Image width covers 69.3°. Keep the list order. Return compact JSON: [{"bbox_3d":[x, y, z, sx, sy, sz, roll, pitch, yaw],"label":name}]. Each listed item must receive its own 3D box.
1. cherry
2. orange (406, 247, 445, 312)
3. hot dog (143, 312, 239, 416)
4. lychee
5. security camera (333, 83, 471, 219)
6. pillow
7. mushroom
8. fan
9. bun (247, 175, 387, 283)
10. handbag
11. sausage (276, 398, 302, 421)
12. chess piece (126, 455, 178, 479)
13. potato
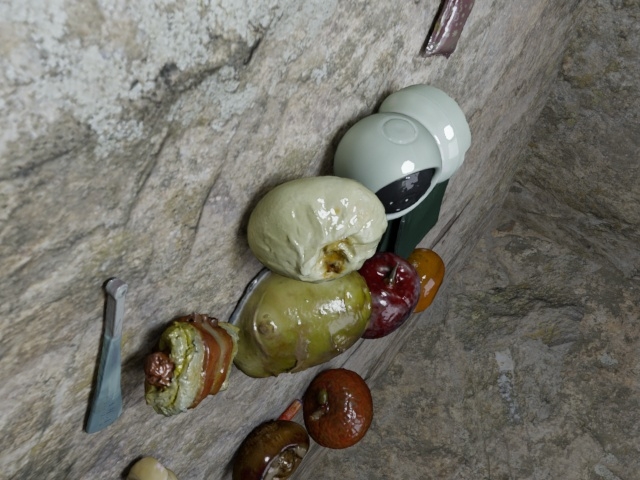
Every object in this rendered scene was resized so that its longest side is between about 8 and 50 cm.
[{"bbox_3d":[0.143,0.151,1.218,0.230,0.203,0.300,-51,166,-32],"label":"cherry"},{"bbox_3d":[0.330,0.133,1.613,0.240,0.171,0.240,-53,160,-29],"label":"orange"},{"bbox_3d":[-0.198,0.182,0.712,0.213,0.103,0.146,49,54,-76],"label":"hot dog"},{"bbox_3d":[0.052,0.553,1.531,0.300,0.255,0.255,23,101,-39],"label":"lychee"},{"bbox_3d":[0.127,-0.146,0.820,0.236,0.194,0.194,-38,151,-28],"label":"security camera"},{"bbox_3d":[0.260,-0.435,0.881,0.118,0.043,0.185,-22,139,-51],"label":"pillow"},{"bbox_3d":[-0.143,0.627,1.331,0.253,0.153,0.253,-34,146,-27],"label":"mushroom"},{"bbox_3d":[-0.276,0.159,0.615,0.057,0.023,0.282,-23,141,-51],"label":"fan"},{"bbox_3d":[0.000,0.000,0.720,0.222,0.127,0.222,-7,147,-4],"label":"bun"},{"bbox_3d":[0.268,-0.069,1.342,0.247,0.079,0.260,-45,154,-27],"label":"handbag"},{"bbox_3d":[-0.100,0.553,1.476,0.129,0.034,0.034,-39,152,-36],"label":"sausage"},{"bbox_3d":[-0.327,0.548,0.920,0.117,0.117,0.397,-36,148,-41],"label":"chess piece"},{"bbox_3d":[-0.027,0.160,0.903,0.299,0.196,0.246,-46,154,-20],"label":"potato"}]
